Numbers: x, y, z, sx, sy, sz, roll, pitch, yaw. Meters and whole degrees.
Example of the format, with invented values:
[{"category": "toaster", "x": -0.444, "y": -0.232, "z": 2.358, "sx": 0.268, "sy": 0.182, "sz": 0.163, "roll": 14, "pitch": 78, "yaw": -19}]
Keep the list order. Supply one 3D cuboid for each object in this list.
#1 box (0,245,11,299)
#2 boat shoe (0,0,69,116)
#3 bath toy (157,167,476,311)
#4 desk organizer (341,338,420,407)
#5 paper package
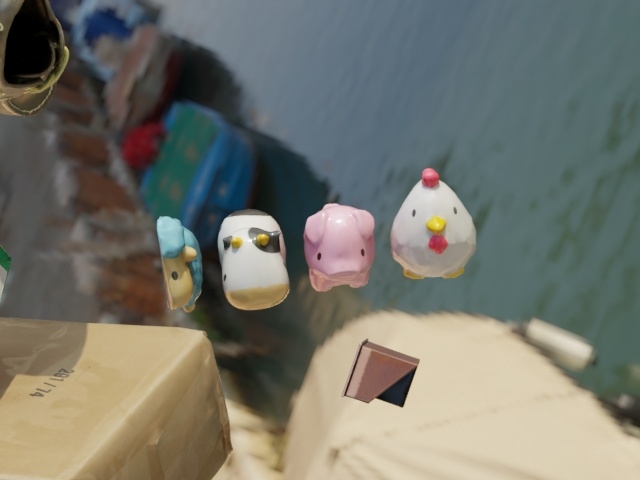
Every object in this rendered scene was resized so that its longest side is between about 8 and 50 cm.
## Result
[{"category": "box", "x": -0.391, "y": 0.063, "z": 1.797, "sx": 0.179, "sy": 0.043, "sz": 0.105, "roll": -11, "pitch": 47, "yaw": 22}, {"category": "boat shoe", "x": -0.300, "y": -0.186, "z": 1.807, "sx": 0.109, "sy": 0.091, "sz": 0.305, "roll": -58, "pitch": -13, "yaw": -14}, {"category": "bath toy", "x": 0.000, "y": 0.000, "z": 2.026, "sx": 0.151, "sy": 0.348, "sz": 0.129, "roll": -105, "pitch": 8, "yaw": -51}, {"category": "desk organizer", "x": 0.051, "y": 0.112, "z": 1.544, "sx": 0.130, "sy": 0.050, "sz": 0.047, "roll": 21, "pitch": -92, "yaw": -86}, {"category": "paper package", "x": -0.293, "y": 0.217, "z": 1.828, "sx": 0.325, "sy": 0.309, "sz": 0.168, "roll": -50, "pitch": -42, "yaw": -58}]
